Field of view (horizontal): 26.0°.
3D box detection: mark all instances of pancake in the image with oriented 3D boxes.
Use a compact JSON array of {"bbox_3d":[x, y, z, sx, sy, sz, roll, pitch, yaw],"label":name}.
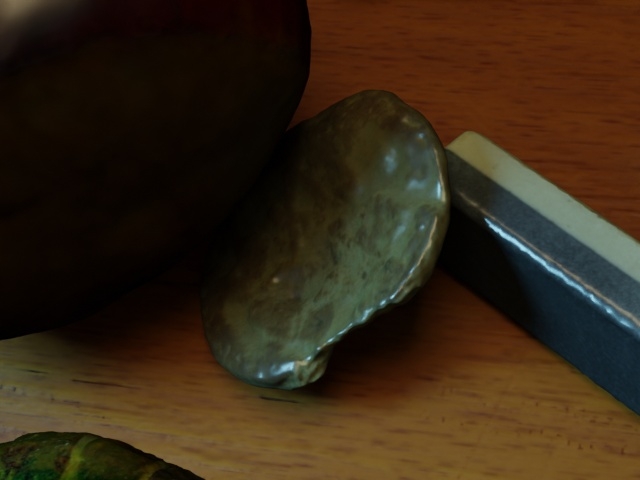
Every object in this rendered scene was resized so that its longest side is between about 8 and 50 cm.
[{"bbox_3d":[0.001,0.000,1.014,0.236,0.042,0.222,-55,39,9],"label":"pancake"}]

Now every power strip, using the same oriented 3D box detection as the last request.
[{"bbox_3d":[0.180,0.029,0.980,0.070,0.105,0.256,-39,58,-19],"label":"power strip"}]

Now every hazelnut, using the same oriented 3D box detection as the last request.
[{"bbox_3d":[-0.215,-0.128,1.011,0.429,0.402,0.402,-41,57,-2],"label":"hazelnut"}]

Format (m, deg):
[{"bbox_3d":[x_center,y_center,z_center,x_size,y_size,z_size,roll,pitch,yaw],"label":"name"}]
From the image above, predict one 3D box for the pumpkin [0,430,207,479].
[{"bbox_3d":[-0.155,0.241,0.864,0.260,0.189,0.260,-1,79,5],"label":"pumpkin"}]
